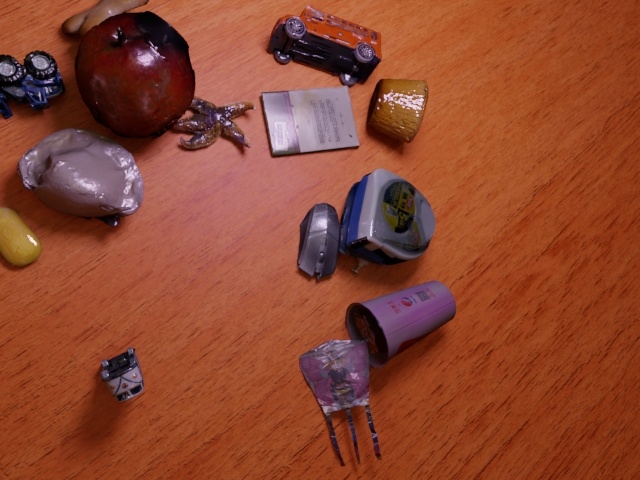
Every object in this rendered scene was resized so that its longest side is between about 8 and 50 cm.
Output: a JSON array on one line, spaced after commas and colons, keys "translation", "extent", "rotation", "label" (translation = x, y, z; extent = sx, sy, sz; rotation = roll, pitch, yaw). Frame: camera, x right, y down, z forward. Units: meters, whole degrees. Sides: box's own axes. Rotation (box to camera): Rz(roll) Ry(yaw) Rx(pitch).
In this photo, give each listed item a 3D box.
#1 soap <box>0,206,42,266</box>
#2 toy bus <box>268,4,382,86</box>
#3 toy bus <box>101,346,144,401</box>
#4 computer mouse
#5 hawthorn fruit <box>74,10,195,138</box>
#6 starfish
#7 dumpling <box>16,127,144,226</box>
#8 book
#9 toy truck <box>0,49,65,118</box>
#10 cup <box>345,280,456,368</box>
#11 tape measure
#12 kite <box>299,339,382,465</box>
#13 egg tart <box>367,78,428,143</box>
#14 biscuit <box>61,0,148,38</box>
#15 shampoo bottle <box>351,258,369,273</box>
[{"translation": [-0.753, -0.016, 1.249], "extent": [0.089, 0.033, 0.168], "rotation": [-32, 93, -23], "label": "soap"}, {"translation": [0.014, -0.600, 1.552], "extent": [0.330, 0.143, 0.153], "rotation": [12, 68, -16], "label": "toy bus"}, {"translation": [-0.467, 0.320, 1.219], "extent": [0.087, 0.194, 0.088], "rotation": [-24, 99, -21], "label": "toy bus"}, {"translation": [0.003, 0.000, 1.491], "extent": [0.126, 0.071, 0.230], "rotation": [12, 79, -17], "label": "computer mouse"}, {"translation": [-0.451, -0.414, 1.281], "extent": [0.316, 0.316, 0.315], "rotation": [3, 81, -19], "label": "hawthorn fruit"}, {"translation": [-0.291, -0.333, 1.445], "extent": [0.238, 0.071, 0.215], "rotation": [-33, 99, -10], "label": "starfish"}, {"translation": [-0.589, -0.150, 1.281], "extent": [0.293, 0.163, 0.204], "rotation": [16, 43, -15], "label": "dumpling"}, {"translation": [-0.027, -0.365, 1.558], "extent": [0.290, 0.026, 0.201], "rotation": [-9, 85, -20], "label": "book"}, {"translation": [-0.747, -0.380, 1.264], "extent": [0.208, 0.113, 0.126], "rotation": [-16, 89, -20], "label": "toy truck"}, {"translation": [0.244, 0.226, 1.492], "extent": [0.289, 0.203, 0.202], "rotation": [-20, 89, -27], "label": "cup"}, {"translation": [0.206, -0.055, 1.505], "extent": [0.262, 0.138, 0.259], "rotation": [24, 63, -23], "label": "tape measure"}, {"translation": [0.074, 0.452, 1.433], "extent": [0.204, 0.022, 0.359], "rotation": [-17, 89, 9], "label": "kite"}, {"translation": [0.233, -0.411, 1.573], "extent": [0.147, 0.202, 0.202], "rotation": [14, 78, -8], "label": "egg tart"}, {"translation": [-0.569, -0.601, 1.348], "extent": [0.208, 0.164, 0.047], "rotation": [-50, 142, -20], "label": "biscuit"}, {"translation": [0.142, 0.043, 1.553], "extent": [0.049, 0.034, 0.141], "rotation": [40, 72, -19], "label": "shampoo bottle"}]
